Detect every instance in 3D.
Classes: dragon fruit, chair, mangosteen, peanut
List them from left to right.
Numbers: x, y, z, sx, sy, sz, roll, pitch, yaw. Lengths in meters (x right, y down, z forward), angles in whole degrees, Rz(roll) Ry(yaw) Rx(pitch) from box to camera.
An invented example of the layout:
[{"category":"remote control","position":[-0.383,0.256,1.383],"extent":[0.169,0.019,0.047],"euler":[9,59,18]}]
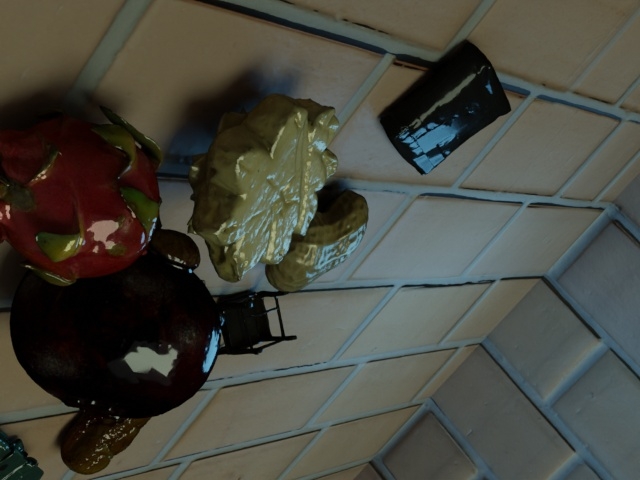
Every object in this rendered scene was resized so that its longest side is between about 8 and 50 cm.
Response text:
[{"category":"dragon fruit","position":[-0.303,-0.058,1.354],"extent":[0.224,0.224,0.227],"euler":[-41,154,2]},{"category":"mangosteen","position":[-0.290,0.108,1.582],"extent":[0.297,0.293,0.297],"euler":[-4,150,-2]},{"category":"chair","position":[-0.161,0.165,2.104],"extent":[0.106,0.113,0.229],"euler":[-15,-176,-44]},{"category":"peanut","position":[0.000,0.000,2.006],"extent":[0.233,0.110,0.196],"euler":[-28,161,-26]}]

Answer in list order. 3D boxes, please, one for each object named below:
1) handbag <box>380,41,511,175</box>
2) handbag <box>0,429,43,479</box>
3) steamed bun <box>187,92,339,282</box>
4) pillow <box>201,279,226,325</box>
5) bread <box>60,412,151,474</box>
[{"category":"handbag","position":[0.232,-0.224,1.996],"extent":[0.223,0.080,0.247],"euler":[-42,156,4]},{"category":"handbag","position":[-0.607,0.405,1.842],"extent":[0.238,0.089,0.326],"euler":[-37,157,-11]},{"category":"steamed bun","position":[-0.104,-0.091,1.616],"extent":[0.295,0.137,0.292],"euler":[-63,156,4]},{"category":"pillow","position":[-0.277,0.175,1.905],"extent":[0.250,0.106,0.186],"euler":[-40,157,-12]},{"category":"bread","position":[-0.352,0.307,2.051],"extent":[0.344,0.084,0.124],"euler":[-46,156,11]}]
